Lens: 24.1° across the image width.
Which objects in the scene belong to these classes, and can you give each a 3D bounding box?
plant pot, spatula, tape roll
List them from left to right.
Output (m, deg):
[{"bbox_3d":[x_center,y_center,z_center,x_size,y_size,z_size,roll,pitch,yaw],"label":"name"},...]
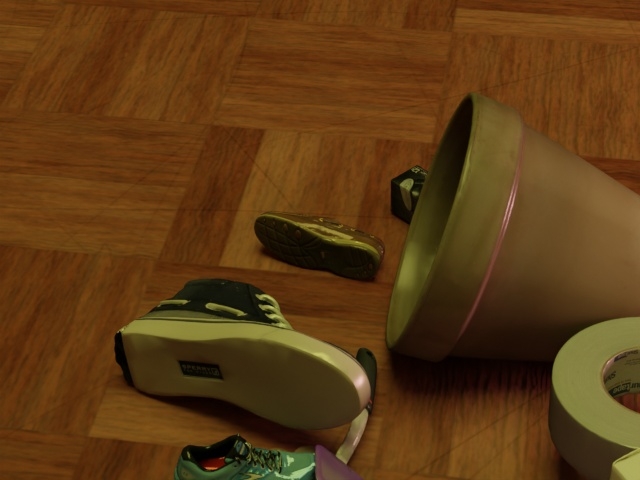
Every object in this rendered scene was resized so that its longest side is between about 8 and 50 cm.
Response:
[{"bbox_3d":[0.040,0.210,1.707,0.084,0.030,0.296,41,30,-15],"label":"spatula"},{"bbox_3d":[0.257,0.020,1.788,0.280,0.323,0.323,19,38,-3],"label":"plant pot"},{"bbox_3d":[0.359,0.178,1.628,0.219,0.072,0.219,-1,37,1],"label":"tape roll"}]

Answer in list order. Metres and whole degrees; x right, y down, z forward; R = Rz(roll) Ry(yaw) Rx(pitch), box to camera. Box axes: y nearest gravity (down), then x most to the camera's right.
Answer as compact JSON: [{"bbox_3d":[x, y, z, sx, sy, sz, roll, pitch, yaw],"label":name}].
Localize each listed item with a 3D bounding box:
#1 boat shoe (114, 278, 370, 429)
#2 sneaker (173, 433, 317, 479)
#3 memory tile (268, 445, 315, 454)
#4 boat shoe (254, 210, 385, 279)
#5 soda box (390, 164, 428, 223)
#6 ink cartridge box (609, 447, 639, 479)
[{"bbox_3d":[-0.067,0.115,1.746,0.341,0.127,0.158,9,34,30],"label":"boat shoe"},{"bbox_3d":[-0.078,0.247,1.623,0.162,0.073,0.063,-2,37,-7],"label":"sneaker"},{"bbox_3d":[-0.041,0.284,1.647,0.113,0.012,0.148,-5,37,-7],"label":"memory tile"},{"bbox_3d":[0.000,0.000,1.981,0.178,0.064,0.060,17,35,12],"label":"boat shoe"},{"bbox_3d":[0.171,-0.036,2.022,0.053,0.060,0.169,-31,47,-32],"label":"soda box"},{"bbox_3d":[0.348,0.338,1.350,0.117,0.283,0.207,-18,41,-22],"label":"ink cartridge box"}]
